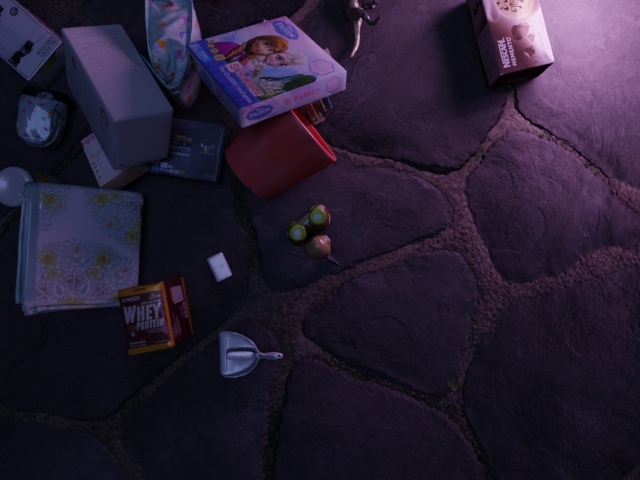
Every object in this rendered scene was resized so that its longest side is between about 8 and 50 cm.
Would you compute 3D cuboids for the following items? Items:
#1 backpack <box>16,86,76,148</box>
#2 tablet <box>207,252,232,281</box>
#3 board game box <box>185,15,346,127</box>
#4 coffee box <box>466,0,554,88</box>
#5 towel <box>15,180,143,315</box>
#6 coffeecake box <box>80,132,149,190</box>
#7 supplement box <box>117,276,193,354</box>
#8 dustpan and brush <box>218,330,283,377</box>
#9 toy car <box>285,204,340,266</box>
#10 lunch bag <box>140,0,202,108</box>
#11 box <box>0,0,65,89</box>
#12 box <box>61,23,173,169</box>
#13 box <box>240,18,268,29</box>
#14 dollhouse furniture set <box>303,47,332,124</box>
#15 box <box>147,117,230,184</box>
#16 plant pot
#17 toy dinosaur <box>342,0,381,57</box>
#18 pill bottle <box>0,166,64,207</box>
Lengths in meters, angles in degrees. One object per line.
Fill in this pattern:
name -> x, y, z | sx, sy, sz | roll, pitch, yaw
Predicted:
backpack -> -0.879, -0.383, 1.437 | 0.152, 0.115, 0.181 | 9, 92, -1
tablet -> -0.325, 0.086, 1.469 | 0.054, 0.006, 0.083 | -25, 89, 1
board game box -> -0.149, -0.469, 1.236 | 0.318, 0.065, 0.318 | -27, 60, -21
coffee box -> 0.573, -0.640, 1.391 | 0.168, 0.119, 0.296 | -13, 89, 0
towel -> -0.704, 0.026, 1.352 | 0.090, 0.321, 0.373 | 8, 94, 44
coffeecake box -> -0.642, -0.266, 1.424 | 0.143, 0.068, 0.185 | -32, 73, 6
supplement box -> -0.492, 0.221, 1.379 | 0.129, 0.194, 0.191 | -11, 89, 2
dustpan and brush -> -0.220, 0.359, 1.436 | 0.212, 0.060, 0.147 | -2, 89, 2
toy car -> 0.000, 0.000, 1.395 | 0.149, 0.155, 0.188 | -39, 98, 1
lunch bag -> -0.436, -0.546, 1.368 | 0.160, 0.223, 0.261 | -1, 90, -8
box -> -0.955, -0.647, 1.455 | 0.290, 0.087, 0.169 | 42, 91, 1
box -> -0.587, -0.415, 1.318 | 0.169, 0.215, 0.345 | -23, 73, -33
box -> -0.220, -0.599, 1.428 | 0.116, 0.029, 0.161 | 8, 90, 41
dollhouse furniture set -> -0.010, -0.479, 1.422 | 0.130, 0.129, 0.183 | -27, 113, 1
box -> -0.418, -0.285, 1.449 | 0.233, 0.059, 0.183 | 10, 89, 2
plant pot -> -0.130, -0.268, 1.352 | 0.243, 0.275, 0.274 | -37, 88, 12
toy dinosaur -> 0.127, -0.717, 1.439 | 0.118, 0.064, 0.267 | -9, 91, 8
pill bottle -> -0.865, -0.151, 1.383 | 0.118, 0.215, 0.117 | 0, 89, 2
